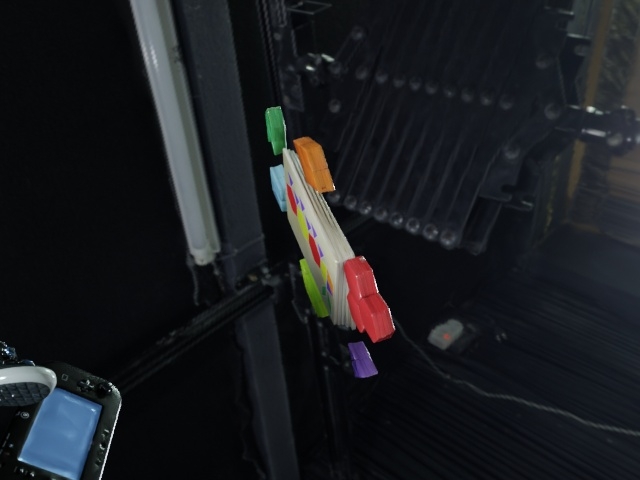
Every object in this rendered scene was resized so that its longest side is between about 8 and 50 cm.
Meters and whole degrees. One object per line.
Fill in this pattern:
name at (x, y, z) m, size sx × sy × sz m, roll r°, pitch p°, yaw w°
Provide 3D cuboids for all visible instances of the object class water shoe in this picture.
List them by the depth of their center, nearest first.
water shoe at (-0.393, 0.154, 0.759) m, size 0.073 × 0.203 × 0.080 m, roll 45°, pitch -140°, yaw -46°

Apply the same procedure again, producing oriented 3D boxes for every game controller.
game controller at (-0.436, 0.327, 1.062) m, size 0.166 × 0.319 × 0.067 m, roll 38°, pitch -73°, yaw -22°

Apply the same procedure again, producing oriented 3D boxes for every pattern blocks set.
pattern blocks set at (0.000, 0.000, 0.721) m, size 0.026 × 0.325 × 0.285 m, roll -17°, pitch -25°, yaw -12°
